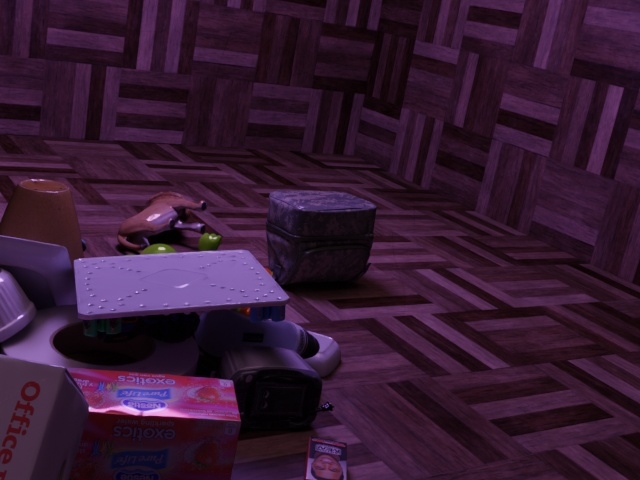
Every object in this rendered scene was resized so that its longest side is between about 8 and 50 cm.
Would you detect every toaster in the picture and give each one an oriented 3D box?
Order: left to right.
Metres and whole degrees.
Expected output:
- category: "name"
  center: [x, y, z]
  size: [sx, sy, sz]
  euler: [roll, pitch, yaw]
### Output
- category: "toaster"
  center: [-0.098, 0.281, 1.615]
  size: [0.227, 0.129, 0.146]
  euler: [4, 15, -22]

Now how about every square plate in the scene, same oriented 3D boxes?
- category: "square plate"
  center: [-0.701, 0.074, 1.767]
  size: [0.347, 0.049, 0.344]
  euler: [8, -26, -6]

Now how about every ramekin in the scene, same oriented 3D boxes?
- category: "ramekin"
  center: [-0.674, 0.138, 1.616]
  size: [0.207, 0.109, 0.207]
  euler: [-19, 18, 6]

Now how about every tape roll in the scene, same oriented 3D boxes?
- category: "tape roll"
  center: [-0.438, 0.234, 1.662]
  size: [0.392, 0.072, 0.392]
  euler: [10, 17, -3]

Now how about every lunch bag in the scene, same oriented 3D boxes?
- category: "lunch bag"
  center: [0.000, 0.000, 2.393]
  size: [0.305, 0.256, 0.212]
  euler: [-3, 20, -35]

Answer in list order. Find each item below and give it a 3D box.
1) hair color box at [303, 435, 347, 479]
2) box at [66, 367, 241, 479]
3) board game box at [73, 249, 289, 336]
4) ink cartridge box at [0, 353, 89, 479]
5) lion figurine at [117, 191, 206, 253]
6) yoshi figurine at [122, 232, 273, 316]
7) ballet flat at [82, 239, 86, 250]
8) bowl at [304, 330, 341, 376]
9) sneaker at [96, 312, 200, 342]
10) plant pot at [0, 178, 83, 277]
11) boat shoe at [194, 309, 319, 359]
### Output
- category: "hair color box"
  center: [0.009, 0.398, 1.436]
  size: [0.072, 0.043, 0.141]
  euler: [11, 17, -2]
- category: "box"
  center: [-0.292, 0.314, 1.346]
  size: [0.300, 0.154, 0.142]
  euler: [8, 17, -14]
- category: "board game box"
  center: [-0.299, 0.098, 1.701]
  size: [0.390, 0.050, 0.390]
  euler: [-3, 15, -17]
- category: "ink cartridge box"
  center: [-0.530, 0.275, 1.059]
  size: [0.385, 0.279, 0.160]
  euler: [10, -27, 0]
- category: "lion figurine"
  center: [-0.496, -0.051, 2.472]
  size: [0.240, 0.142, 0.392]
  euler: [10, 19, 24]
- category: "yoshi figurine"
  center: [-0.305, 0.090, 2.011]
  size: [0.362, 0.203, 0.203]
  euler: [15, -17, -3]
- category: "ballet flat"
  center: [-0.741, 0.012, 2.242]
  size: [0.203, 0.074, 0.074]
  euler: [15, 16, -5]
- category: "bowl"
  center: [-0.028, 0.250, 1.894]
  size: [0.142, 0.053, 0.142]
  euler: [14, 18, 16]
- category: "sneaker"
  center: [-0.356, 0.159, 1.700]
  size: [0.221, 0.083, 0.087]
  euler: [5, 14, -24]
- category: "plant pot"
  center: [-0.683, -0.014, 2.020]
  size: [0.237, 0.254, 0.237]
  euler: [10, 15, -3]
- category: "boat shoe"
  center: [-0.140, 0.212, 1.824]
  size: [0.306, 0.113, 0.105]
  euler: [-3, -19, 34]
